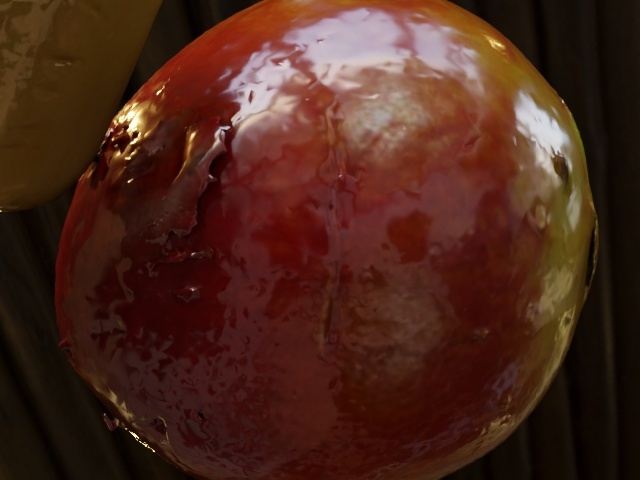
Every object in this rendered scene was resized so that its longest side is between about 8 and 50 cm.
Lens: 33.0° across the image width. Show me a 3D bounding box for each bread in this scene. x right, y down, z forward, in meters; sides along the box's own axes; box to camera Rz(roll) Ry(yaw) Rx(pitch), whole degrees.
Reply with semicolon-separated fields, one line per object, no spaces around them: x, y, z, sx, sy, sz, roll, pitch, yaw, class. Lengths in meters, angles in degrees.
-0.155;-0.092;0.576;0.134;0.085;0.173;-10;-48;-61;bread

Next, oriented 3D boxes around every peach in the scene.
0.000;0.000;0.729;0.369;0.370;0.370;-8;-68;-21;peach
